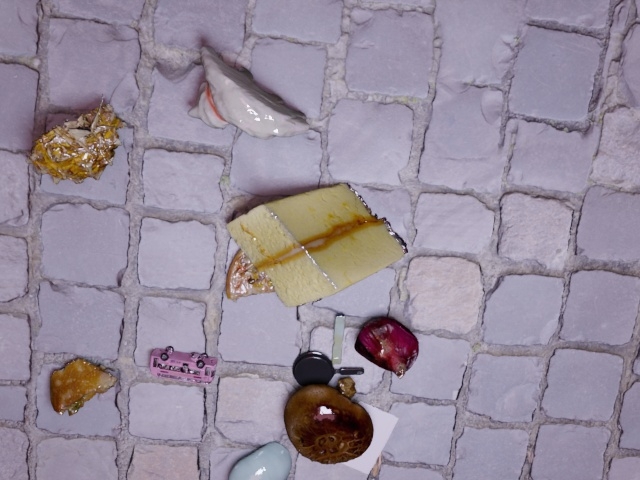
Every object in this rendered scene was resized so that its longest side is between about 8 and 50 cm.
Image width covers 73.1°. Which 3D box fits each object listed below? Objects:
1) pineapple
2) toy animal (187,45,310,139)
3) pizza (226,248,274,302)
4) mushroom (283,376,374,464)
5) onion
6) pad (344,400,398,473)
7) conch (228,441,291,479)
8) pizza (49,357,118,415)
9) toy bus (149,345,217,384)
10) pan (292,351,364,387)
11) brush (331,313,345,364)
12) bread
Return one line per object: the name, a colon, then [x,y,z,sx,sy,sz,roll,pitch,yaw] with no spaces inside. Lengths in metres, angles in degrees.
pineapple: [-0.674,-0.246,1.204,0.334,0.158,0.161,-31,99,1]
toy animal: [-0.205,-0.356,1.220,0.307,0.266,0.188,15,118,-46]
pizza: [-0.191,0.124,1.334,0.195,0.052,0.185,16,100,-5]
mushroom: [0.029,0.568,1.346,0.297,0.163,0.278,31,98,-14]
onion: [0.216,0.325,1.295,0.195,0.218,0.140,33,96,-14]
pad: [0.147,0.663,1.450,0.156,0.004,0.232,26,96,-5]
conch: [-0.192,0.770,1.406,0.221,0.121,0.185,-42,127,-1]
pizza: [-0.743,0.442,1.352,0.226,0.069,0.147,-33,77,-1]
toy bus: [-0.429,0.394,1.358,0.203,0.063,0.090,10,101,-2]
pan: [0.026,0.423,1.391,0.235,0.028,0.136,1,107,-3]
brush: [0.056,0.316,1.385,0.033,0.030,0.179,1,109,-9]
bread: [0.000,0.000,1.316,0.405,0.242,0.346,-29,91,-39]
